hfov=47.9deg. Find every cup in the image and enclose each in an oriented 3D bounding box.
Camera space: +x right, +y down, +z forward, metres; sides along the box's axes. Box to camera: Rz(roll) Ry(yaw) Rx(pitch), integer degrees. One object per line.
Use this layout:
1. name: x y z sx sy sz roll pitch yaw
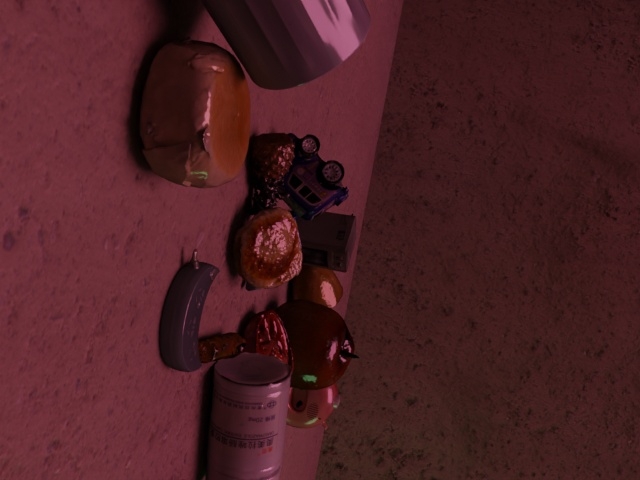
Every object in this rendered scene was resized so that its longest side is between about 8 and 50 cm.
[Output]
1. cup: -0.112 -0.450 1.162 0.237 0.323 0.327 -47 132 -14

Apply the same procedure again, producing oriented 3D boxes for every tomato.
1. tomato: -0.163 0.304 1.975 0.228 0.101 0.228 -8 90 -68

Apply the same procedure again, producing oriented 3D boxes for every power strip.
1. power strip: -0.261 0.142 1.444 0.167 0.054 0.253 3 98 -80

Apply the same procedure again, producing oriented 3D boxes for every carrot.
1. carrot: -0.231 0.249 1.674 0.229 0.069 0.069 18 81 -78

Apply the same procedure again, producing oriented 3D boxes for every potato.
1. potato: -0.023 0.136 2.426 0.203 0.178 0.158 -38 126 -38

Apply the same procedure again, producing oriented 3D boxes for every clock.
1. clock: -0.056 0.498 2.327 0.142 0.241 0.227 -14 114 -75

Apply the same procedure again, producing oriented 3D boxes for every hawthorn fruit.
1. hawthorn fruit: -0.023 0.325 2.182 0.268 0.301 0.267 15 90 -75

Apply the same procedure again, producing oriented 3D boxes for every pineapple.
1. pineapple: -0.128 -0.143 1.770 0.111 0.119 0.237 44 -46 46

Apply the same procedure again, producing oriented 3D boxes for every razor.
1. razor: -0.090 -0.047 2.082 0.324 0.056 0.093 -104 -178 -79

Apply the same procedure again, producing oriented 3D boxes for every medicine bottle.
1. medicine bottle: -0.180 0.462 1.776 0.190 0.190 0.332 -46 143 -71

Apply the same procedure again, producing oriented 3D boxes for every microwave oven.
1. microwave oven: 0.000 0.000 2.261 0.129 0.205 0.163 86 18 -49

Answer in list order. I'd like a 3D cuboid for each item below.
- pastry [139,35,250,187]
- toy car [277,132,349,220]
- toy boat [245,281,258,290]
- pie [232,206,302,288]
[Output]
1. pastry: -0.205 -0.211 1.210 0.265 0.133 0.265 9 90 -79
2. toy car: -0.044 -0.167 1.928 0.158 0.235 0.172 -42 180 -12
3. toy boat: -0.156 0.029 1.886 0.207 0.079 0.134 -61 152 -31
4. pie: -0.123 0.024 1.752 0.179 0.084 0.205 -24 126 -22
